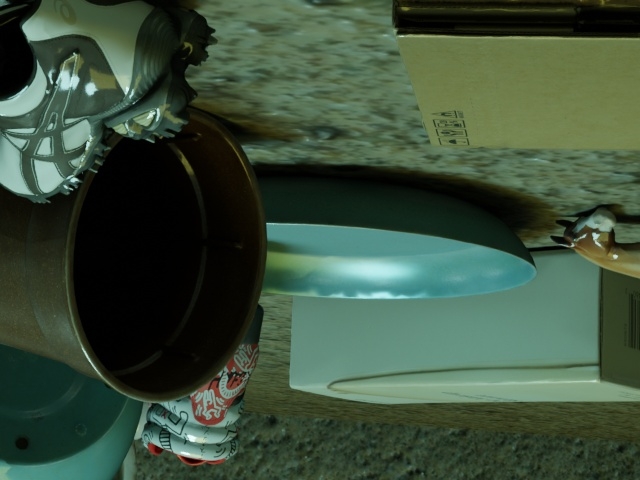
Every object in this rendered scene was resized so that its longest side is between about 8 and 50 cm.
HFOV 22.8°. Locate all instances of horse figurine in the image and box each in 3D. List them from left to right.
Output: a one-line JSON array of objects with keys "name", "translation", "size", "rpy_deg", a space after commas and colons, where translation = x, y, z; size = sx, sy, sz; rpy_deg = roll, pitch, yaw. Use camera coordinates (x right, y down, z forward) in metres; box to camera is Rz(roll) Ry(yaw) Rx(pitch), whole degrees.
[{"name": "horse figurine", "translation": [0.315, 0.016, 1.100], "size": [0.263, 0.066, 0.174], "rpy_deg": [10, 162, -21]}]

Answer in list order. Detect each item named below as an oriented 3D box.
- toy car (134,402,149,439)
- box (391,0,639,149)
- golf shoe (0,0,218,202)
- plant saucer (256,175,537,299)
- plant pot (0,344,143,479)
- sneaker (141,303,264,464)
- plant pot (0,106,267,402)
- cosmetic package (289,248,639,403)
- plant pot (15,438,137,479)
[{"name": "toy car", "translation": [-0.196, 0.116, 1.653], "size": [0.136, 0.159, 0.182], "rpy_deg": [-30, 179, -18]}, {"name": "box", "translation": [0.126, -0.076, 0.769], "size": [0.164, 0.021, 0.201], "rpy_deg": [1, 169, 9]}, {"name": "golf shoe", "translation": [-0.130, -0.076, 0.744], "size": [0.094, 0.077, 0.198], "rpy_deg": [21, 156, -26]}, {"name": "plant saucer", "translation": [0.000, 0.000, 1.168], "size": [0.317, 0.043, 0.317], "rpy_deg": [3, 169, 1]}, {"name": "plant pot", "translation": [-0.273, 0.114, 1.253], "size": [0.293, 0.293, 0.235], "rpy_deg": [8, 157, -27]}, {"name": "sneaker", "translation": [-0.117, 0.104, 1.351], "size": [0.090, 0.145, 0.270], "rpy_deg": [11, -176, -16]}, {"name": "plant pot", "translation": [-0.146, 0.003, 0.940], "size": [0.165, 0.167, 0.167], "rpy_deg": [4, 172, 37]}, {"name": "cosmetic package", "translation": [0.141, 0.079, 1.366], "size": [0.309, 0.113, 0.160], "rpy_deg": [-7, 166, 39]}, {"name": "plant pot", "translation": [-0.339, 0.238, 1.553], "size": [0.334, 0.334, 0.305], "rpy_deg": [4, 167, -3]}]
